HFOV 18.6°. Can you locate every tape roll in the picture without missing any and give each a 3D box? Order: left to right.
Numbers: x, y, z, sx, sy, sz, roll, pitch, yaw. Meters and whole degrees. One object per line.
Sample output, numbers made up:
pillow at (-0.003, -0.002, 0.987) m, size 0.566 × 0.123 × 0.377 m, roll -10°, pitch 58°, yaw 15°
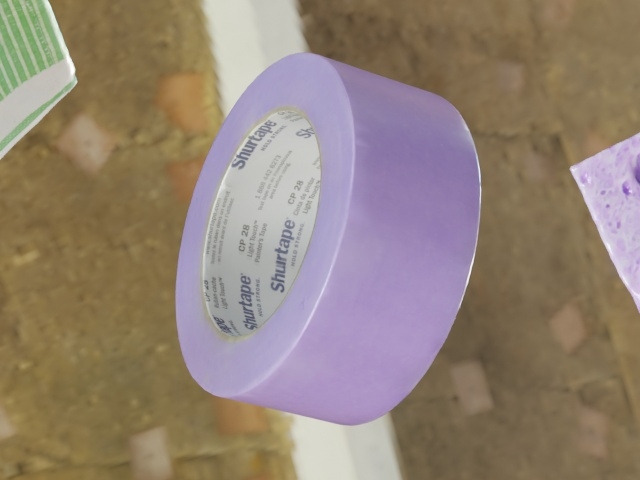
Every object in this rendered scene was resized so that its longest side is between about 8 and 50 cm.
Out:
tape roll at (0.000, 0.000, 1.049) m, size 0.080 × 0.189 × 0.189 m, roll 15°, pitch -115°, yaw -27°

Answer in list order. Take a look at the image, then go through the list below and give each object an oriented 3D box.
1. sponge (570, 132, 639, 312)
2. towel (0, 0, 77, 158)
sponge at (0.189, -0.014, 0.543) m, size 0.117 × 0.210 × 0.031 m, roll 68°, pitch -169°, yaw 24°
towel at (-0.282, -0.140, 1.300) m, size 0.248 × 0.038 × 0.325 m, roll -49°, pitch -30°, yaw -24°
